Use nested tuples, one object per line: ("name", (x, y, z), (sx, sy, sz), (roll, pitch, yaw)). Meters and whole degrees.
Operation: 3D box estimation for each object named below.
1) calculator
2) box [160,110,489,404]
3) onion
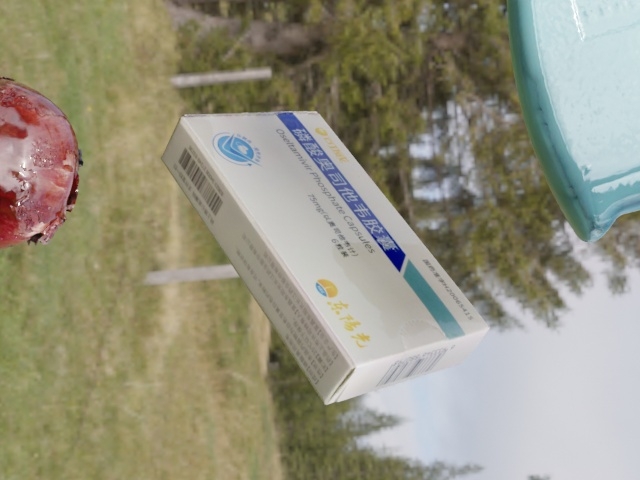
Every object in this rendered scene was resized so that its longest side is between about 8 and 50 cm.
("calculator", (0.353, -0.198, 1.139), (0.054, 0.256, 0.386), (-108, 180, -76))
("box", (0.000, 0.000, 1.039), (0.343, 0.200, 0.065), (53, -49, 27))
("onion", (-0.330, -0.071, 0.967), (0.147, 0.184, 0.184), (-49, 135, -78))
